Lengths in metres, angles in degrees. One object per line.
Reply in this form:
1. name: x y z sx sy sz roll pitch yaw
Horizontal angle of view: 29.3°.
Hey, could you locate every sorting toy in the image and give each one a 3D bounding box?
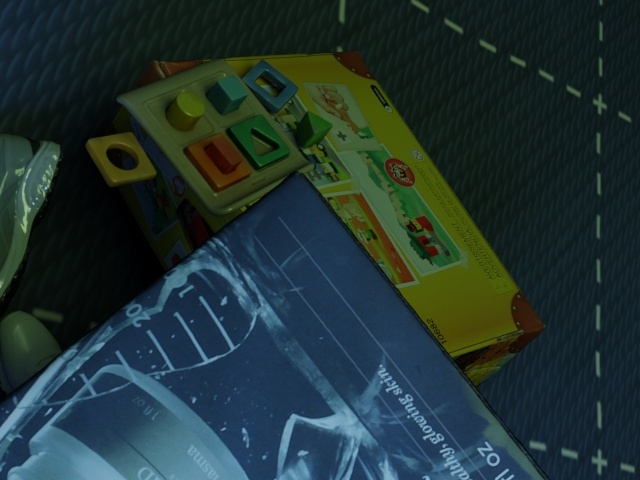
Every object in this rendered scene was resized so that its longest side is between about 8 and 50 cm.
1. sorting toy: -0.117 -0.133 1.446 0.196 0.047 0.348 48 43 10

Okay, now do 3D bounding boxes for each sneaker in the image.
1. sneaker: -0.392 -0.004 1.449 0.108 0.100 0.271 18 68 -12
2. sneaker: -0.311 0.189 1.461 0.090 0.095 0.235 -29 97 -42

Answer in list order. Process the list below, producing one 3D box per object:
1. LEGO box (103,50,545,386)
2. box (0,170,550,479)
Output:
1. LEGO box: 0.000 0.000 1.605 0.373 0.193 0.500 -11 62 -44
2. box: -0.053 0.274 1.183 0.472 0.297 0.480 -39 83 -2
